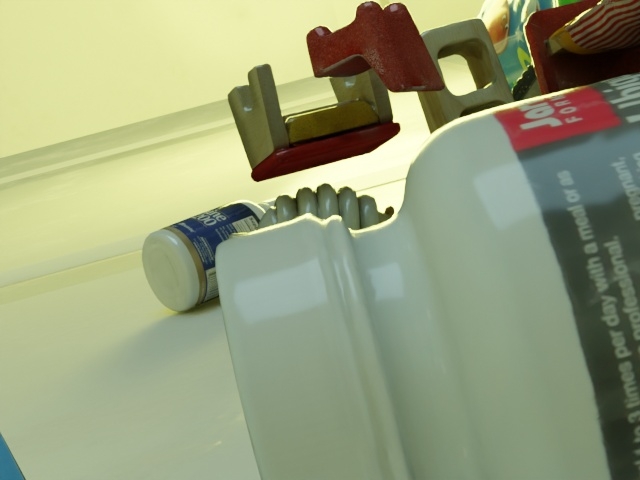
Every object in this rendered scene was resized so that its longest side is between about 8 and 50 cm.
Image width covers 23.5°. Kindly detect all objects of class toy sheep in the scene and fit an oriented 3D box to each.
[{"bbox_3d":[0.000,0.000,1.105,0.132,0.091,0.091,3,9,-7],"label":"toy sheep"}]

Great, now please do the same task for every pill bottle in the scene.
[{"bbox_3d":[0.132,0.025,0.548,0.318,0.176,0.176,-14,11,0],"label":"pill bottle"},{"bbox_3d":[-0.075,0.007,1.211,0.120,0.067,0.067,-22,13,-36],"label":"pill bottle"}]

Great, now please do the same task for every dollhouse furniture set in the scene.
[{"bbox_3d":[0.148,-0.105,1.102,0.374,0.152,0.201,-16,-6,-21],"label":"dollhouse furniture set"}]

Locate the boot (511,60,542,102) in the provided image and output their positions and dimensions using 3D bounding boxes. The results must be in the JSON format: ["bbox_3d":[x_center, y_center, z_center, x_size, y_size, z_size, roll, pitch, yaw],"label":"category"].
[{"bbox_3d":[0.264,-0.121,1.298,0.161,0.246,0.083,44,21,27],"label":"boot"}]

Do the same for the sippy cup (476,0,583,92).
[{"bbox_3d":[0.277,-0.214,1.523,0.305,0.240,0.224,-9,-4,-29],"label":"sippy cup"}]

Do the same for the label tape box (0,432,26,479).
[{"bbox_3d":[-0.250,0.145,0.628,0.240,0.106,0.333,-23,13,-35],"label":"label tape box"}]
